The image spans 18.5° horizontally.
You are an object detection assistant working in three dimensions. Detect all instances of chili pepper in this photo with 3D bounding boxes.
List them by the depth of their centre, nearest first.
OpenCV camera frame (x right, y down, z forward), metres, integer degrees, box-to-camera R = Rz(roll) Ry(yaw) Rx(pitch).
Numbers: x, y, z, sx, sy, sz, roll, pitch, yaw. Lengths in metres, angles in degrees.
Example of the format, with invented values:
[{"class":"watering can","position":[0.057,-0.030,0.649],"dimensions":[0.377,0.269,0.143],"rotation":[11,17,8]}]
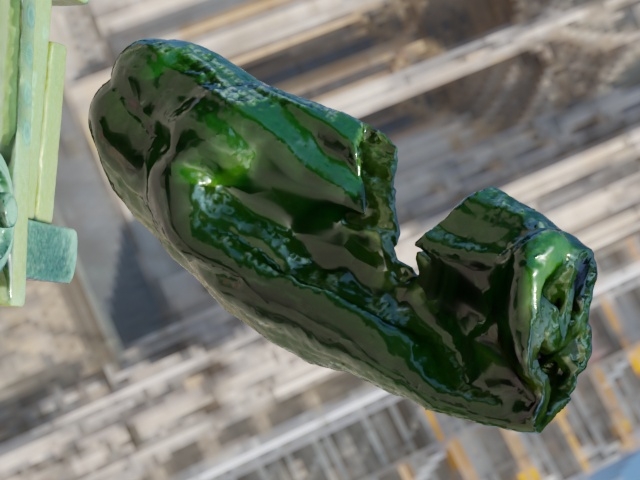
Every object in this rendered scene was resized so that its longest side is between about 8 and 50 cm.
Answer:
[{"class":"chili pepper","position":[0.001,-0.001,0.812],"dimensions":[0.253,0.083,0.099],"rotation":[29,-78,29]}]

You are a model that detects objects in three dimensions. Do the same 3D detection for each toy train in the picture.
[{"class":"toy train","position":[-0.258,-0.118,1.378],"dimensions":[0.253,0.160,0.397],"rotation":[16,76,-76]}]
